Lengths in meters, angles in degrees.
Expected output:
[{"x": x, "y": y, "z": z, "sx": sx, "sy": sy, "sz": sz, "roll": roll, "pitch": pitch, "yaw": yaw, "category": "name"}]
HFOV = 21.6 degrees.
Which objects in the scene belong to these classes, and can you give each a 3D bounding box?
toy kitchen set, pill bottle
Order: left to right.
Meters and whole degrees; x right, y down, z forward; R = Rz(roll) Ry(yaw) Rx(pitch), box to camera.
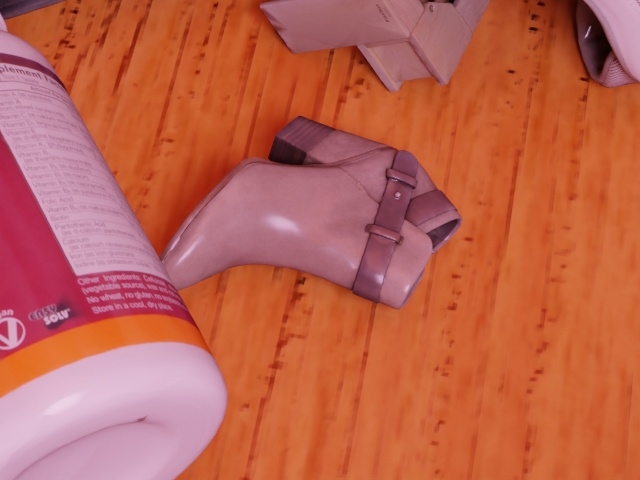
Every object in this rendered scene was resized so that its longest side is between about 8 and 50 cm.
[{"x": -0.134, "y": -0.003, "z": 0.626, "sx": 0.121, "sy": 0.121, "sz": 0.221, "roll": -23, "pitch": 64, "yaw": -19, "category": "pill bottle"}, {"x": 0.023, "y": -0.120, "z": 0.750, "sx": 0.068, "sy": 0.083, "sz": 0.075, "roll": -3, "pitch": 47, "yaw": 42, "category": "toy kitchen set"}]

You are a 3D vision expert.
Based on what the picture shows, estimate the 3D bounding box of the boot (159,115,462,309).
[{"x": 0.000, "y": 0.000, "z": 0.688, "sx": 0.087, "sy": 0.042, "sz": 0.118, "roll": 36, "pitch": 62, "yaw": 12, "category": "boot"}]

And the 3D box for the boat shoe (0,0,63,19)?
[{"x": -0.015, "y": -0.162, "z": 0.754, "sx": 0.335, "sy": 0.112, "sz": 0.095, "roll": -9, "pitch": 78, "yaw": -6, "category": "boat shoe"}]

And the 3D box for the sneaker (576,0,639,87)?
[{"x": 0.189, "y": -0.126, "z": 0.754, "sx": 0.331, "sy": 0.146, "sz": 0.122, "roll": 16, "pitch": 37, "yaw": -24, "category": "sneaker"}]
